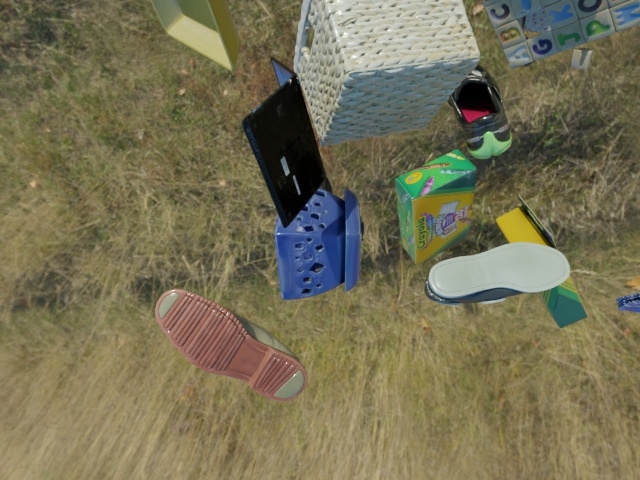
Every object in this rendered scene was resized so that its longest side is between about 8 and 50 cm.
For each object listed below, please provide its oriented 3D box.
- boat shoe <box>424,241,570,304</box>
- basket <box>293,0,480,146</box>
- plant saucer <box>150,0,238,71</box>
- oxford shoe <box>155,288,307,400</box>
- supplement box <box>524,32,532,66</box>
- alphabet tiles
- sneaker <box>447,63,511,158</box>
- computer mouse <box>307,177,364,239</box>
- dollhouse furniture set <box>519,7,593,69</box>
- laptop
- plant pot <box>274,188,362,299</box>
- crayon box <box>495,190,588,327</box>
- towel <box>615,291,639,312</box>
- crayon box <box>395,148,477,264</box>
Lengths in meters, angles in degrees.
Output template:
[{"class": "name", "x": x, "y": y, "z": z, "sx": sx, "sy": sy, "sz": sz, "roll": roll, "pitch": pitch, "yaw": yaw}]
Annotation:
[{"class": "boat shoe", "x": 0.374, "y": 0.076, "z": 0.948, "sx": 0.301, "sy": 0.115, "sz": 0.091, "roll": -3, "pitch": 157, "yaw": 0}, {"class": "basket", "x": 0.137, "y": -0.425, "z": 1.030, "sx": 0.330, "sy": 0.267, "sz": 0.328, "roll": -13, "pitch": 167, "yaw": -14}, {"class": "plant saucer", "x": -0.342, "y": -0.638, "z": 1.105, "sx": 0.332, "sy": 0.081, "sz": 0.333, "roll": 36, "pitch": 161, "yaw": 27}, {"class": "oxford shoe", "x": -0.213, "y": 0.241, "z": 1.048, "sx": 0.397, "sy": 0.146, "sz": 0.141, "roll": 40, "pitch": 89, "yaw": -16}, {"class": "supplement box", "x": 0.623, "y": -0.580, "z": 1.332, "sx": 0.043, "sy": 0.055, "sz": 0.083, "roll": -28, "pitch": 106, "yaw": 32}, {"class": "alphabet tiles", "x": 0.332, "y": -0.385, "z": 0.640, "sx": 0.198, "sy": 0.009, "sz": 0.237, "roll": -4, "pitch": 136, "yaw": 48}, {"class": "sneaker", "x": 0.521, "y": -0.493, "z": 1.472, "sx": 0.185, "sy": 0.483, "sz": 0.202, "roll": -20, "pitch": 139, "yaw": 15}, {"class": "computer mouse", "x": 0.033, "y": -0.075, "z": 1.305, "sx": 0.183, "sy": 0.060, "sz": 0.262, "roll": -2, "pitch": 107, "yaw": 16}, {"class": "dollhouse furniture set", "x": 0.519, "y": -0.598, "z": 1.087, "sx": 0.303, "sy": 0.173, "sz": 0.356, "roll": 29, "pitch": 147, "yaw": 38}, {"class": "laptop", "x": -0.084, "y": -0.204, "z": 0.881, "sx": 0.136, "sy": 0.264, "sz": 0.235, "roll": 11, "pitch": 138, "yaw": 32}, {"class": "plant pot", "x": 0.000, "y": 0.000, "z": 1.175, "sx": 0.211, "sy": 0.236, "sz": 0.236, "roll": 0, "pitch": 129, "yaw": 1}, {"class": "crayon box", "x": 0.568, "y": 0.053, "z": 1.145, "sx": 0.083, "sy": 0.203, "sz": 0.323, "roll": -30, "pitch": 122, "yaw": 18}, {"class": "towel", "x": 0.966, "y": 0.172, "z": 1.115, "sx": 0.242, "sy": 0.040, "sz": 0.336, "roll": 15, "pitch": 167, "yaw": 7}, {"class": "crayon box", "x": 0.282, "y": -0.073, "z": 1.083, "sx": 0.165, "sy": 0.081, "sz": 0.279, "roll": -26, "pitch": 144, "yaw": -4}]
